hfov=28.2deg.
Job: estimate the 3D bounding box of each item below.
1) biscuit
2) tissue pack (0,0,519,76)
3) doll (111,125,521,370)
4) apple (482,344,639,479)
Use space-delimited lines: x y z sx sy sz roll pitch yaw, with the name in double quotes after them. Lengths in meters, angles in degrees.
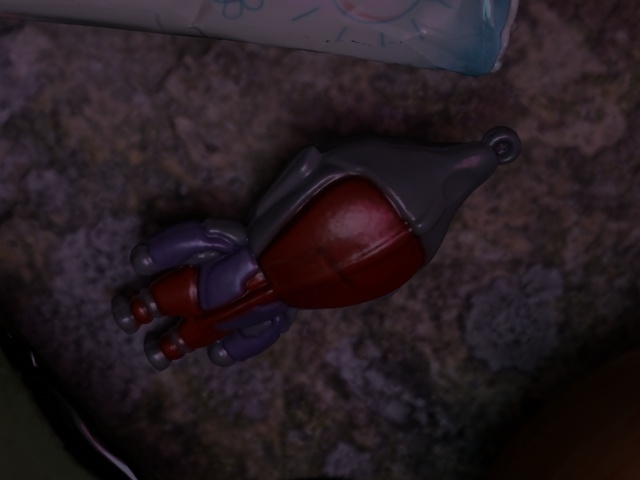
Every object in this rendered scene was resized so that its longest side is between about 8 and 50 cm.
-0.157 0.100 0.633 0.099 0.038 0.322 -44 93 8 "biscuit"
-0.037 -0.188 0.564 0.271 0.124 0.201 5 104 -13 "tissue pack"
0.000 0.000 0.659 0.227 0.075 0.102 -30 126 10 "doll"
0.209 0.172 0.676 0.241 0.242 0.242 -38 112 2 "apple"
